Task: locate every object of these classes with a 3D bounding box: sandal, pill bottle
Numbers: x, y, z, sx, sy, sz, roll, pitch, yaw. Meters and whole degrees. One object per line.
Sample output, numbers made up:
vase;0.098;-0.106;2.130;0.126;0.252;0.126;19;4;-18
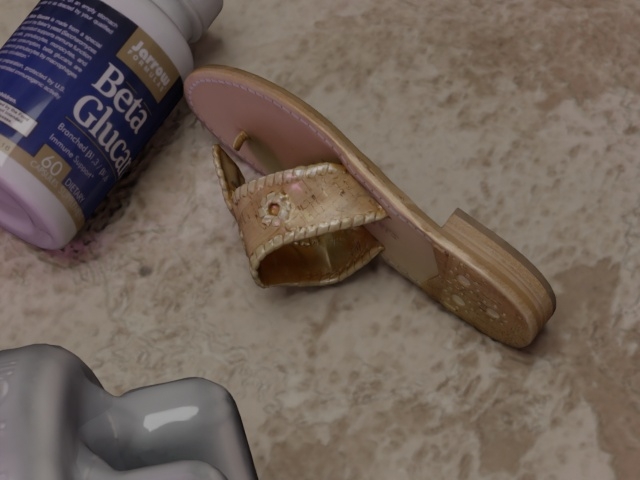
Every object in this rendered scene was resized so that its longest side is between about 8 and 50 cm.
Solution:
sandal;0.000;-0.003;0.947;0.240;0.088;0.079;33;66;20
pill bottle;-0.128;-0.087;1.016;0.094;0.094;0.169;27;69;23

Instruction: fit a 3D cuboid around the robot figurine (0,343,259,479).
robot figurine;-0.198;0.163;0.828;0.353;0.199;0.300;-13;21;4
